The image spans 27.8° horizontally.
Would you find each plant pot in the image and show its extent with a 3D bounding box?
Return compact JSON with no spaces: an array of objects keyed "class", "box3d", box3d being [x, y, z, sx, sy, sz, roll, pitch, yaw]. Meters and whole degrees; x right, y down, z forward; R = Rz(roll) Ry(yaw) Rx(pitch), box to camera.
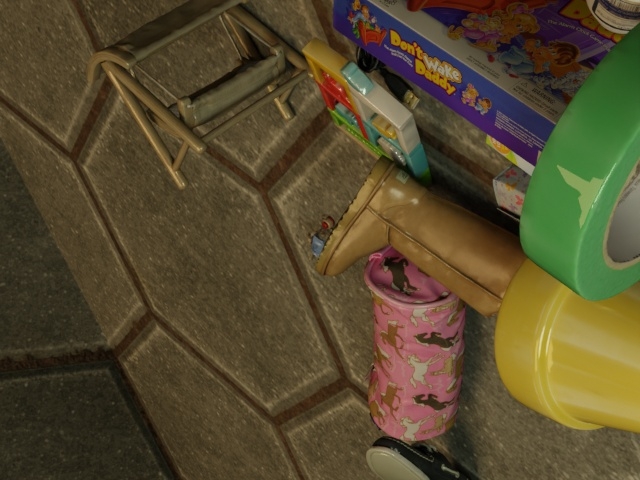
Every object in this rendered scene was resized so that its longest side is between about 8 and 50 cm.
[{"class":"plant pot","box3d":[0.382,0.129,1.560,0.239,0.254,0.254,26,142,52]}]

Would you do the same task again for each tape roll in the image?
[{"class":"tape roll","box3d":[0.338,-0.089,1.329,0.077,0.321,0.321,38,149,28]}]

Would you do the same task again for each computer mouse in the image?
[{"class":"computer mouse","box3d":[0.122,-0.227,1.673,0.262,0.060,0.184,40,151,33]}]

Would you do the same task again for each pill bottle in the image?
[{"class":"pill bottle","box3d":[0.317,-0.264,1.305,0.094,0.094,0.169,50,180,8]}]

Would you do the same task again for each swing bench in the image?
[{"class":"swing bench","box3d":[-0.189,-0.265,2.042,0.254,0.253,0.165,50,153,6]}]

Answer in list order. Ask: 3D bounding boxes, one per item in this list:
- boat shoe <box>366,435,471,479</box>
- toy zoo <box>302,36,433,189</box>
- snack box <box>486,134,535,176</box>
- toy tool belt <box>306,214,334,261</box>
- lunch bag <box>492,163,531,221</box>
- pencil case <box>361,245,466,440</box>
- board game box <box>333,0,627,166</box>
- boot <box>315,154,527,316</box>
[{"class":"boat shoe","box3d":[0.182,0.410,2.299,0.114,0.091,0.302,6,150,36]},{"class":"toy zoo","box3d":[0.068,-0.183,1.854,0.192,0.030,0.293,41,172,23]},{"class":"snack box","box3d":[0.298,-0.159,1.587,0.174,0.070,0.207,41,149,27]},{"class":"toy tool belt","box3d":[0.000,0.000,2.266,0.052,0.051,0.083,39,149,26]},{"class":"lunch bag","box3d":[0.278,-0.052,1.764,0.071,0.053,0.083,33,155,38]},{"class":"pencil case","box3d":[0.151,0.163,2.104,0.386,0.167,0.160,88,-179,-48]},{"class":"board game box","box3d":[0.216,-0.236,1.449,0.347,0.233,0.078,38,149,28]},{"class":"boot","box3d":[0.148,0.031,1.887,0.269,0.089,0.236,34,128,3]}]
